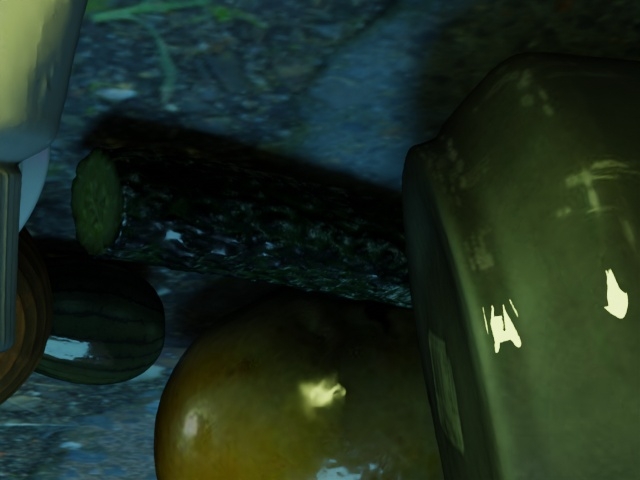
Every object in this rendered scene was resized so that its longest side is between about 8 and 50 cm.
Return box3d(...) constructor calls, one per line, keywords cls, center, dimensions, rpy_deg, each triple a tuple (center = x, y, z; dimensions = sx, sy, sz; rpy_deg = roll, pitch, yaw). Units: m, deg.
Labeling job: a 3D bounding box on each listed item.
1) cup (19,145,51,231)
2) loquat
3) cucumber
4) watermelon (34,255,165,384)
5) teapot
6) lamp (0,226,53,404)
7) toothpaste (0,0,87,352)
box3d(cls="cup", center=(-0.189, -0.056, 0.777), dimensions=(0.136, 0.099, 0.133), rpy_deg=(-22, 148, 35))
box3d(cls="loquat", center=(-0.003, 0.117, 1.075), dimensions=(0.179, 0.179, 0.227), rpy_deg=(19, 143, -38))
box3d(cls="cucumber", center=(0.000, 0.000, 0.961), dimensions=(0.293, 0.067, 0.067), rpy_deg=(11, 151, -36))
box3d(cls="watermelon", center=(-0.144, 0.047, 1.026), dimensions=(0.111, 0.078, 0.078), rpy_deg=(15, 148, -31))
box3d(cls="teapot", center=(0.235, 0.041, 0.870), dimensions=(0.362, 0.305, 0.376), rpy_deg=(-9, -177, -4))
box3d(cls="lamp", center=(-0.211, 0.035, 0.923), dimensions=(0.136, 0.136, 0.136), rpy_deg=(-3, 154, -1))
box3d(cls="toothpaste", center=(-0.116, -0.105, 0.500), dimensions=(0.099, 0.282, 0.068), rpy_deg=(-1, 177, -36))
